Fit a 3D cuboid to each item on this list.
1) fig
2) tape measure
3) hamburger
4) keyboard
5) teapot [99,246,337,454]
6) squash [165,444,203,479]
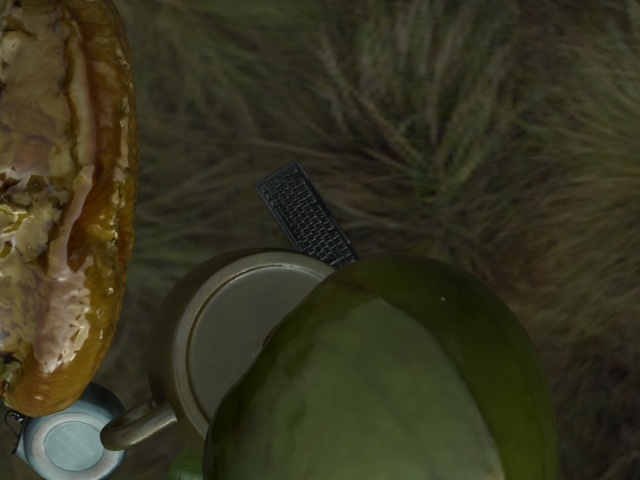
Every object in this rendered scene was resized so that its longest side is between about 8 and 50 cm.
[{"bbox_3d":[0.052,0.127,0.918,0.203,0.203,0.225,-42,76,15],"label":"fig"},{"bbox_3d":[-0.221,0.162,1.608,0.107,0.180,0.104,-40,97,14],"label":"tape measure"},{"bbox_3d":[-0.199,-0.044,1.073,0.170,0.314,0.290,8,100,-8],"label":"hamburger"},{"bbox_3d":[0.000,0.000,1.577,0.053,0.010,0.155,-30,100,22],"label":"keyboard"},{"bbox_3d":[-0.069,0.106,1.447,0.267,0.175,0.186,-28,93,-16],"label":"teapot"},{"bbox_3d":[-0.071,0.244,1.670,0.107,0.395,0.107,2,84,-21],"label":"squash"}]
